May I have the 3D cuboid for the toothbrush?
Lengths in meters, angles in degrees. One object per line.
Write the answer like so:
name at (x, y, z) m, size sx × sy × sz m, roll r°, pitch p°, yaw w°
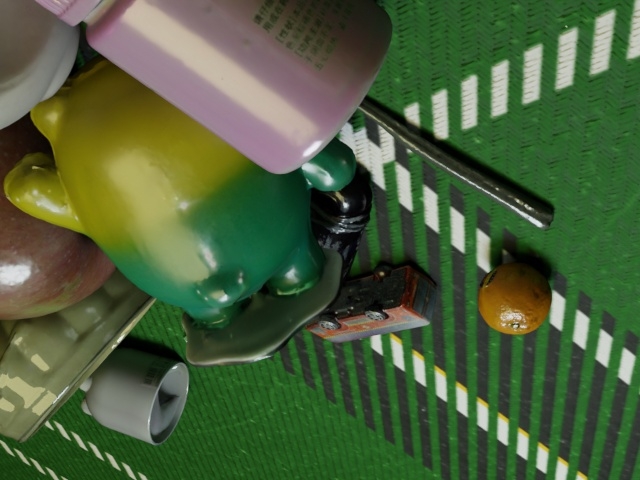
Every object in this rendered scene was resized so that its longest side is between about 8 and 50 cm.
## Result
toothbrush at (0.111, -0.086, 1.276) m, size 0.297 × 0.031 × 0.030 m, roll 29°, pitch 176°, yaw -13°

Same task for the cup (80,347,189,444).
cup at (-0.290, 0.227, 2.005) m, size 0.141 × 0.173 × 0.134 m, roll 15°, pitch 119°, yaw 17°

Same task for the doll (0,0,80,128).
doll at (-0.337, -0.187, 1.163) m, size 0.221 × 0.251 × 0.221 m, roll 20°, pitch 172°, yaw 3°

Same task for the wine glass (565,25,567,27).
wine glass at (0.256, -0.274, 0.787) m, size 0.309 × 0.096 × 0.264 m, roll -2°, pitch 141°, yaw 36°

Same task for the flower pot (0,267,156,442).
flower pot at (-0.385, 0.088, 1.662) m, size 0.244 × 0.307 × 0.307 m, roll 42°, pitch 149°, yaw -1°

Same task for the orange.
orange at (0.214, 0.064, 1.398) m, size 0.083 × 0.084 × 0.083 m, roll 17°, pitch 150°, yaw 10°

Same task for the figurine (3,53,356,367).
figurine at (-0.129, -0.051, 1.277) m, size 0.323 × 0.231 × 0.340 m, roll -25°, pitch 124°, yaw 9°

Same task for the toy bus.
toy bus at (0.060, 0.080, 1.554) m, size 0.077 × 0.065 × 0.192 m, roll 28°, pitch 153°, yaw -32°

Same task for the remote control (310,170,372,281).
remote control at (0.000, 0.000, 1.455) m, size 0.090 × 0.066 × 0.266 m, roll 20°, pitch 151°, yaw 1°

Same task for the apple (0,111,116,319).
apple at (-0.350, -0.048, 1.405) m, size 0.234 × 0.306 × 0.306 m, roll 6°, pitch 147°, yaw 20°

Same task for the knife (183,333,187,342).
knife at (-0.130, 0.154, 1.851) m, size 0.078 × 0.023 × 0.166 m, roll 35°, pitch 150°, yaw -31°

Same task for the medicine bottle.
medicine bottle at (-0.099, -0.204, 1.076) m, size 0.290 × 0.178 × 0.178 m, roll 35°, pitch 149°, yaw -19°
